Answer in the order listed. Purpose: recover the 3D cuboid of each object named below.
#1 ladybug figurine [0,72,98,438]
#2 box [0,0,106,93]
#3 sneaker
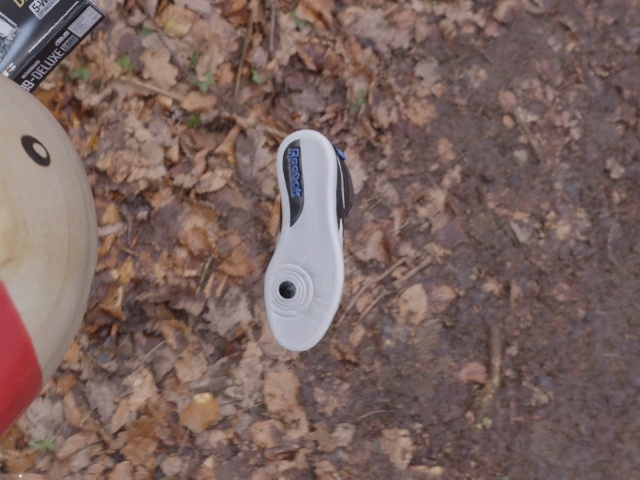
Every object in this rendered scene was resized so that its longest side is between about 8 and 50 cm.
[{"bbox_3d":[-0.304,0.069,0.418,0.449,0.162,0.305,-35,131,-24],"label":"ladybug figurine"},{"bbox_3d":[-0.602,-0.417,1.618,0.307,0.076,0.242,-43,73,5],"label":"box"},{"bbox_3d":[0.000,0.000,0.856,0.079,0.121,0.216,5,93,15],"label":"sneaker"}]
